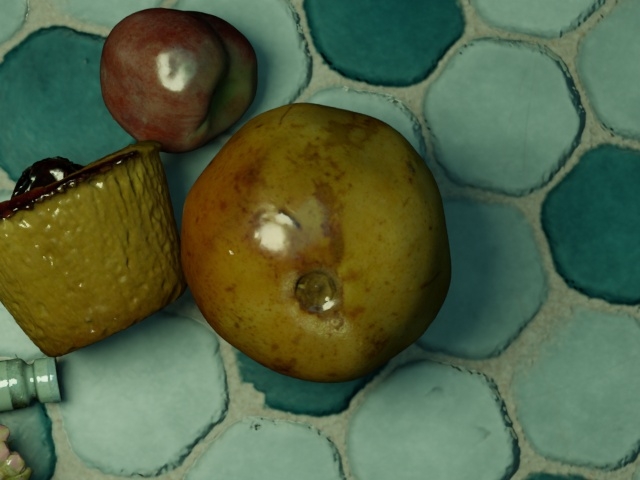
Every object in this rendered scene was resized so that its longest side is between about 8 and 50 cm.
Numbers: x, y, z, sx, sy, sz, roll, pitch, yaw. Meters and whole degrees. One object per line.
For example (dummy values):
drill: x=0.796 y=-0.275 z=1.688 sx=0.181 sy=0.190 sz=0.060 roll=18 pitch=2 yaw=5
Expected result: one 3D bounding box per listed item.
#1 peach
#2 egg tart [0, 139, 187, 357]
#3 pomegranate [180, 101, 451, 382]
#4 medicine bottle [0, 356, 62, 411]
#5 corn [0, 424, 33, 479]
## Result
peach: x=-0.145 y=-0.169 z=1.388 sx=0.152 sy=0.152 sz=0.152 roll=1 pitch=81 yaw=-6
egg tart: x=-0.220 y=0.001 z=1.323 sx=0.215 sy=0.215 sz=0.170 roll=-27 pitch=97 yaw=-10
pomegranate: x=0.000 y=0.000 z=1.321 sx=0.264 sy=0.264 sz=0.264 roll=1 pitch=81 yaw=-6
medicine bottle: x=-0.344 y=0.145 z=1.353 sx=0.191 sy=0.051 sz=0.051 roll=-7 pitch=82 yaw=-7
corn: x=-0.428 y=0.262 z=1.291 sx=0.335 sy=0.126 sz=0.126 roll=-30 pitch=85 yaw=-11
